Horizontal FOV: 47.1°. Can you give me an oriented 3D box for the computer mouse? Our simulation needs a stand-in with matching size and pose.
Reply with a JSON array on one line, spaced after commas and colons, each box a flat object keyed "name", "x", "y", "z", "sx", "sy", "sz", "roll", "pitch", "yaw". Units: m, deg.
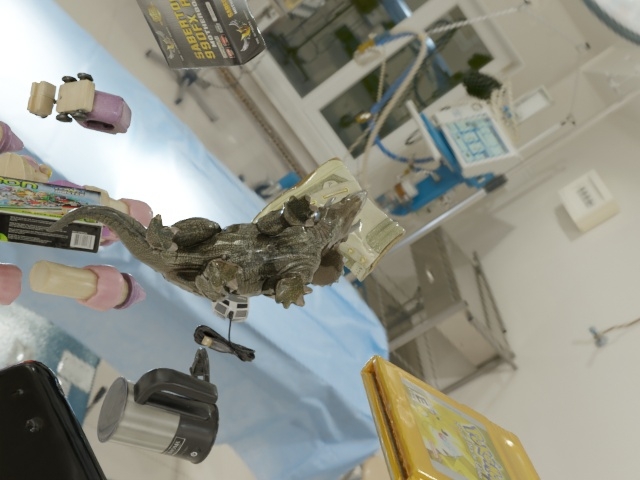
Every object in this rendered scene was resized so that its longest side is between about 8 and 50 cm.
[{"name": "computer mouse", "x": -0.149, "y": 0.104, "z": 1.221, "sx": 0.105, "sy": 0.042, "sz": 0.193, "roll": 19, "pitch": 54, "yaw": -19}]

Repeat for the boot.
[{"name": "boot", "x": 0.000, "y": 0.000, "z": 1.054, "sx": 0.165, "sy": 0.213, "sz": 0.077, "roll": 47, "pitch": -16, "yaw": 10}]

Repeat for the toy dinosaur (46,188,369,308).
[{"name": "toy dinosaur", "x": -0.087, "y": 0.017, "z": 0.697, "sx": 0.160, "sy": 0.313, "sz": 0.121, "roll": 140, "pitch": -59, "yaw": -75}]

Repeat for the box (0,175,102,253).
[{"name": "box", "x": -0.355, "y": -0.037, "z": 0.829, "sx": 0.206, "sy": 0.036, "sz": 0.114, "roll": 8, "pitch": 21, "yaw": -21}]

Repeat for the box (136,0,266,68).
[{"name": "box", "x": -0.192, "y": -0.355, "z": 1.020, "sx": 0.056, "sy": 0.183, "sz": 0.231, "roll": -43, "pitch": 126, "yaw": -31}]

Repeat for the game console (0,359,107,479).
[{"name": "game console", "x": -0.258, "y": 0.307, "z": 0.458, "sx": 0.387, "sy": 0.341, "sz": 0.060, "roll": 52, "pitch": -20, "yaw": 26}]

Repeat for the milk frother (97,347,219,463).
[{"name": "milk frother", "x": -0.208, "y": 0.203, "z": 0.969, "sx": 0.134, "sy": 0.129, "sz": 0.143, "roll": 24, "pitch": 11, "yaw": -29}]

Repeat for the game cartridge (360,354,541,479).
[{"name": "game cartridge", "x": 0.219, "y": 0.328, "z": 1.098, "sx": 0.323, "sy": 0.053, "sz": 0.285, "roll": 30, "pitch": 18, "yaw": -19}]

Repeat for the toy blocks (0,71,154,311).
[{"name": "toy blocks", "x": -0.372, "y": -0.048, "z": 1.119, "sx": 0.260, "sy": 0.288, "sz": 0.309, "roll": 21, "pitch": 72, "yaw": -57}]
